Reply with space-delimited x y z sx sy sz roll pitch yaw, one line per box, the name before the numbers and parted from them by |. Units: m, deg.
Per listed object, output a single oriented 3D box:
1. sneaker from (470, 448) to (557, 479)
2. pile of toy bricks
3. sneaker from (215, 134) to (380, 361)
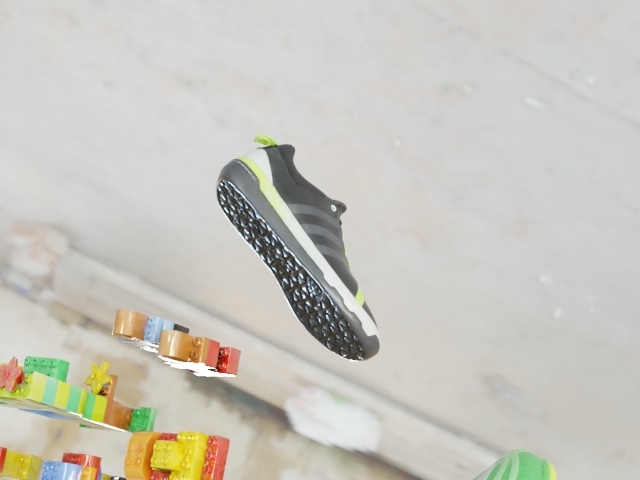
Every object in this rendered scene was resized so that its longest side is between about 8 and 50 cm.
sneaker | 0.037 0.220 1.007 0.123 0.295 0.109 57 163 3
pile of toy bricks | -0.154 0.095 0.888 0.212 0.118 0.105 -4 160 38
sneaker | 0.000 0.000 1.406 0.235 0.097 0.084 55 151 3
